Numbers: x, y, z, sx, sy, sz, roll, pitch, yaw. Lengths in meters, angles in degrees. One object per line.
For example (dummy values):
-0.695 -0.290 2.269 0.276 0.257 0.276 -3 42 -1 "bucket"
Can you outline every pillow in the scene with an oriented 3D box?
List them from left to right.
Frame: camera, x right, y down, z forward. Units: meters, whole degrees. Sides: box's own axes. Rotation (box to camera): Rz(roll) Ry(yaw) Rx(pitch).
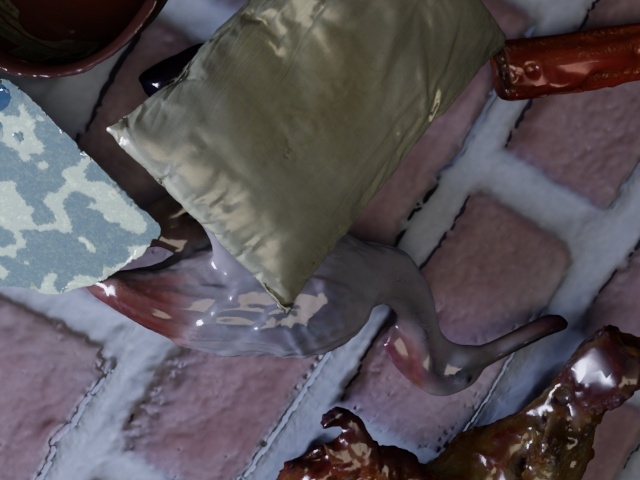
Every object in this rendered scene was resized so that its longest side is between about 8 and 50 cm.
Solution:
0.000 -0.091 0.853 0.148 0.050 0.229 43 76 -13 "pillow"

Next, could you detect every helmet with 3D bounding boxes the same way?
-0.134 -0.181 0.825 0.155 0.106 0.175 21 105 10 "helmet"

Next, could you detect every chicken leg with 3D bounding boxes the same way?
0.077 0.166 0.986 0.323 0.083 0.177 -15 121 -3 "chicken leg"

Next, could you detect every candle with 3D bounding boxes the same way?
0.186 -0.113 0.936 0.162 0.053 0.048 -8 115 -9 "candle"

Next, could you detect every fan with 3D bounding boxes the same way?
-0.210 -0.040 0.880 0.240 0.009 0.131 27 108 2 "fan"

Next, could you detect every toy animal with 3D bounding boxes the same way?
-0.006 0.025 0.927 0.195 0.090 0.324 -46 109 1 "toy animal"
